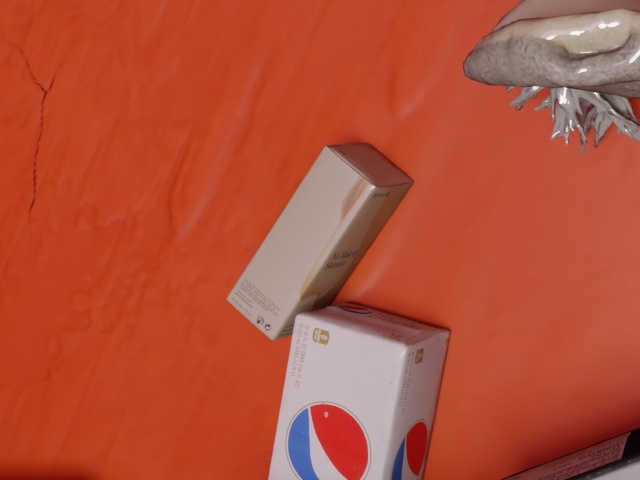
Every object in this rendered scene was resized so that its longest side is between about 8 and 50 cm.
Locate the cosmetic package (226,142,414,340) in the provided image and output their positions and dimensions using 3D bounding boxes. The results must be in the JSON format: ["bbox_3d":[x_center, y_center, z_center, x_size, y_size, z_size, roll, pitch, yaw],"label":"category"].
[{"bbox_3d":[0.000,0.000,0.778,0.041,0.060,0.115,40,112,18],"label":"cosmetic package"}]

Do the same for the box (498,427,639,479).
[{"bbox_3d":[0.291,0.195,0.571,0.395,0.097,0.318,-25,86,17],"label":"box"}]

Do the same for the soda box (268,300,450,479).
[{"bbox_3d":[0.014,0.149,0.778,0.074,0.069,0.216,15,102,26],"label":"soda box"}]

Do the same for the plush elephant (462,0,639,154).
[{"bbox_3d":[0.186,-0.146,0.544,0.255,0.271,0.330,-123,37,-56],"label":"plush elephant"}]
